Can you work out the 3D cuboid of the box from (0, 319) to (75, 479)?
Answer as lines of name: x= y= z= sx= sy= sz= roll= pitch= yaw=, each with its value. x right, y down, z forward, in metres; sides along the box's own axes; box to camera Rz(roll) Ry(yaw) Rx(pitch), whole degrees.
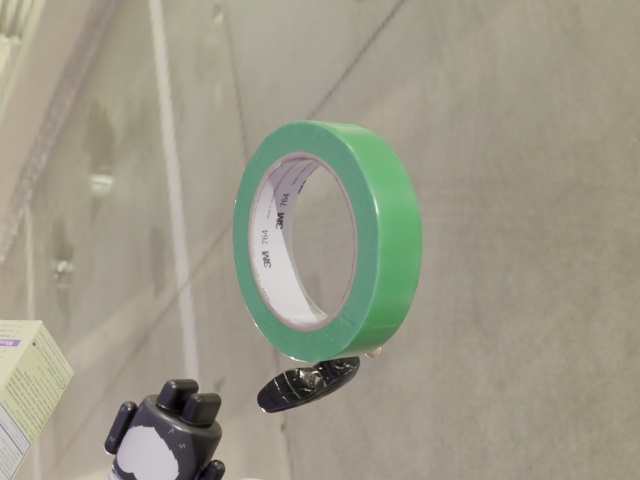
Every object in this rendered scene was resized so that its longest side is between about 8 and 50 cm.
box: x=-0.501 y=0.234 z=1.455 sx=0.243 sy=0.213 sz=0.117 roll=-67 pitch=-32 yaw=-43

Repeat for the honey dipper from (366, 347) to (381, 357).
honey dipper: x=0.055 y=0.152 z=1.680 sx=0.030 sy=0.160 sz=0.031 roll=-11 pitch=63 yaw=22

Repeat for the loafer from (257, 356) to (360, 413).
loafer: x=-0.016 y=0.225 z=1.594 sx=0.061 sy=0.170 sz=0.062 roll=87 pitch=158 yaw=-52

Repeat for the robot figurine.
robot figurine: x=-0.293 y=0.401 z=1.976 sx=0.278 sy=0.173 sz=0.209 roll=-64 pitch=27 yaw=4

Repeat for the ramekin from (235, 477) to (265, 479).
ramekin: x=-0.042 y=0.518 z=1.771 sx=0.277 sy=0.277 sz=0.135 roll=-26 pitch=38 yaw=59

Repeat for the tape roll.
tape roll: x=0.000 y=0.000 z=1.407 sx=0.321 sy=0.077 sz=0.321 roll=6 pitch=98 yaw=51
